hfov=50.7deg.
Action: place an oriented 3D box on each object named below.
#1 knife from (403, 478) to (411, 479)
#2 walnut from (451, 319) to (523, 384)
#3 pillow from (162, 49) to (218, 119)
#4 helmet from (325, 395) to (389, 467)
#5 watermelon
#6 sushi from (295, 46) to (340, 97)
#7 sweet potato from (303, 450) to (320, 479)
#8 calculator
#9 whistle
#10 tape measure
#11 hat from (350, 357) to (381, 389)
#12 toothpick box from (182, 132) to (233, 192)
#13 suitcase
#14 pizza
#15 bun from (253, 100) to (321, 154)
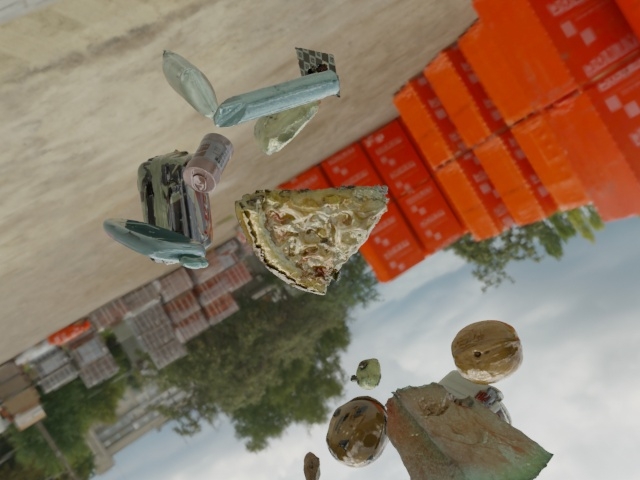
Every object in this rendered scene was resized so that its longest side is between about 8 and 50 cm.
[{"bbox_3d":[0.211,0.591,1.578,0.027,0.061,0.343,-40,-177,11],"label":"knife"},{"bbox_3d":[0.517,0.344,2.096,0.222,0.195,0.195,-23,-174,33],"label":"walnut"},{"bbox_3d":[-0.317,-0.379,1.642,0.078,0.144,0.254,-40,-146,-3],"label":"pillow"},{"bbox_3d":[0.125,0.600,2.074,0.224,0.198,0.130,-57,-171,-1],"label":"helmet"},{"bbox_3d":[0.289,0.432,1.382,0.264,0.302,0.151,-5,124,-44],"label":"watermelon"},{"bbox_3d":[0.001,-0.533,2.115,0.031,0.139,0.201,-30,-143,-27],"label":"sushi"},{"bbox_3d":[-0.027,0.786,2.303,0.068,0.060,0.206,-40,-154,16],"label":"sweet potato"},{"bbox_3d":[-0.366,0.002,1.518,0.299,0.041,0.185,21,-171,35],"label":"calculator"},{"bbox_3d":[-0.091,-0.307,1.457,0.312,0.062,0.062,-24,178,-33],"label":"whistle"},{"bbox_3d":[0.507,0.560,2.232,0.130,0.265,0.258,-37,-157,-20],"label":"tape measure"},{"bbox_3d":[0.115,0.339,1.721,0.059,0.076,0.077,13,143,-23],"label":"hat"},{"bbox_3d":[-0.312,-0.217,1.886,0.098,0.098,0.149,-30,-150,41],"label":"toothpick box"},{"bbox_3d":[-0.473,-0.105,2.139,0.194,0.351,0.339,-4,-168,7],"label":"suitcase"},{"bbox_3d":[-0.029,0.014,1.955,0.435,0.080,0.392,-2,132,-9],"label":"pizza"},{"bbox_3d":[-0.127,-0.429,2.369,0.287,0.146,0.287,-41,-170,9],"label":"bun"}]
